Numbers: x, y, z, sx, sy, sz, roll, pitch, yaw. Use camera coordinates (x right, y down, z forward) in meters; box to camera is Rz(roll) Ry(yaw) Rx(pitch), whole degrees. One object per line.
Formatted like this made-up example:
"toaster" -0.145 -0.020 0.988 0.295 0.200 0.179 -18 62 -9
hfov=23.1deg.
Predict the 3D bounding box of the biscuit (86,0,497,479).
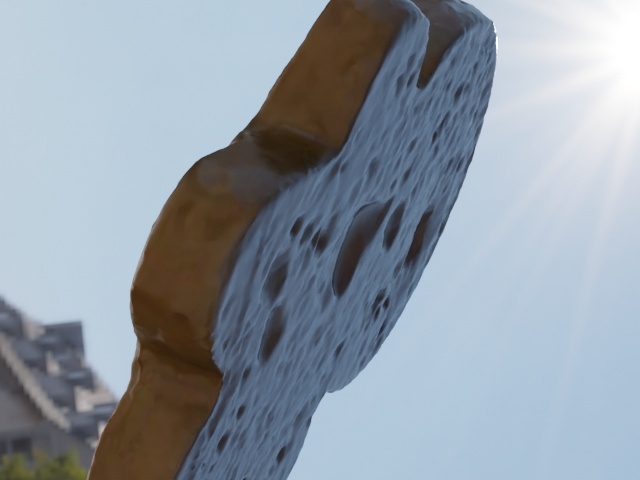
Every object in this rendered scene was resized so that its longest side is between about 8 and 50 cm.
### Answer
"biscuit" -0.002 -0.001 0.729 0.052 0.355 0.275 24 -58 14
